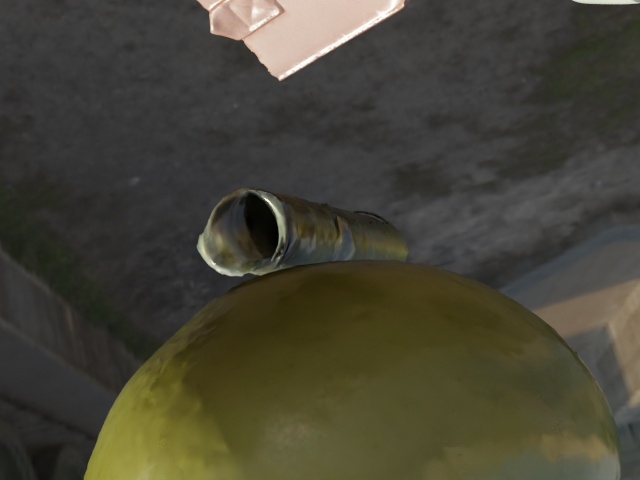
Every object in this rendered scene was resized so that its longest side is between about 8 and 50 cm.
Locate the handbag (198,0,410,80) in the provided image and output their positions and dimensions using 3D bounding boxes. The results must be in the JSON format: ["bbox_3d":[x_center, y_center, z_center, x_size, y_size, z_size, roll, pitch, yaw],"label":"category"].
[{"bbox_3d":[-0.052,-0.200,0.646,0.212,0.059,0.157,39,143,-23],"label":"handbag"}]

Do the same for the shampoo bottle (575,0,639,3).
[{"bbox_3d":[0.292,-0.284,1.184,0.077,0.045,0.152,-36,-147,-27],"label":"shampoo bottle"}]

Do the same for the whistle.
[{"bbox_3d":[0.000,-0.001,0.825,0.068,0.057,0.326,15,-177,17],"label":"whistle"}]

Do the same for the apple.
[{"bbox_3d":[0.017,0.151,0.584,0.254,0.292,0.292,14,-177,39],"label":"apple"}]
